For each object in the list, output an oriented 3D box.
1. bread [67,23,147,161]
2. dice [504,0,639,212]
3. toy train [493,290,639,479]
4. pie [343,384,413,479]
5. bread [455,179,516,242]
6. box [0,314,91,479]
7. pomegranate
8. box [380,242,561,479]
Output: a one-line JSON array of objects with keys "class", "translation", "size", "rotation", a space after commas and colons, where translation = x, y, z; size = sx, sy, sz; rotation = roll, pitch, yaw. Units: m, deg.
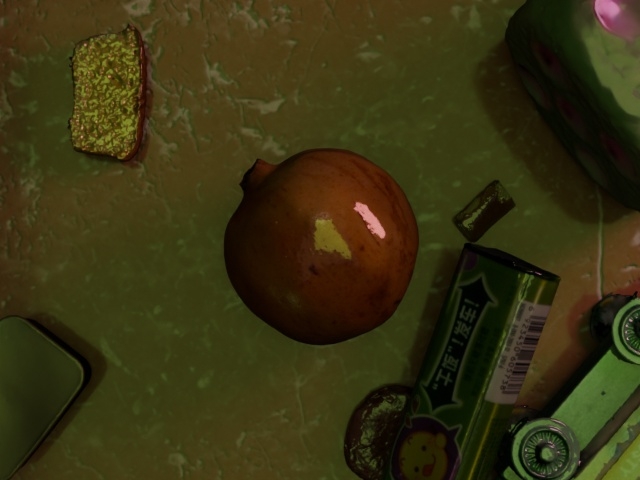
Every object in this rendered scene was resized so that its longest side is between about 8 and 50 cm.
[{"class": "bread", "translation": [-0.290, -0.200, 1.641], "size": [0.103, 0.065, 0.187], "rotation": [-1, 89, 1]}, {"class": "dice", "translation": [0.450, -0.241, 1.521], "size": [0.322, 0.318, 0.330], "rotation": [-37, 88, -1]}, {"class": "toy train", "translation": [0.406, 0.243, 1.580], "size": [0.253, 0.160, 0.397], "rotation": [41, 87, 2]}, {"class": "pie", "translation": [0.106, 0.273, 1.637], "size": [0.154, 0.038, 0.153], "rotation": [0, 90, 1]}, {"class": "bread", "translation": [0.227, -0.040, 1.652], "size": [0.083, 0.036, 0.047], "rotation": [-42, 97, -3]}, {"class": "box", "translation": [-0.415, 0.210, 1.611], "size": [0.144, 0.090, 0.201], "rotation": [36, 88, 1]}, {"class": "pomegranate", "translation": [0.000, 0.000, 1.541], "size": [0.264, 0.264, 0.264], "rotation": [0, 88, 0]}, {"class": "box", "translation": [0.193, 0.181, 1.544], "size": [0.134, 0.097, 0.345], "rotation": [23, 99, 39]}]
